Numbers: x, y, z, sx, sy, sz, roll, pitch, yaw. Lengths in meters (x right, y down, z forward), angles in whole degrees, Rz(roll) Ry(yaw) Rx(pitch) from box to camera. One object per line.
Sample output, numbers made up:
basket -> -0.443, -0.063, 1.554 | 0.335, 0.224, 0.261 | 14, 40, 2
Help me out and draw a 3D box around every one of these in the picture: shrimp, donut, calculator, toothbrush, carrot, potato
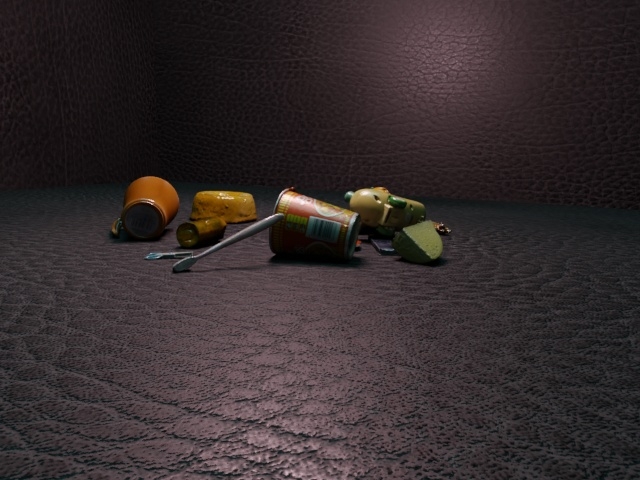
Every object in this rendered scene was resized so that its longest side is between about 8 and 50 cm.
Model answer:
shrimp -> 0.431, -0.051, 1.832 | 0.091, 0.043, 0.184 | 3, 9, -15
donut -> -0.388, -0.139, 1.981 | 0.277, 0.109, 0.277 | 2, 10, 0
calculator -> 0.238, 0.011, 1.520 | 0.161, 0.021, 0.262 | 1, 10, -1
toothbrush -> -0.220, 0.001, 1.198 | 0.307, 0.025, 0.029 | -28, 15, -24
carrot -> -0.347, -0.027, 1.459 | 0.082, 0.082, 0.173 | 6, 12, 20
potato -> 0.281, 0.020, 1.356 | 0.149, 0.081, 0.120 | -16, 61, -46

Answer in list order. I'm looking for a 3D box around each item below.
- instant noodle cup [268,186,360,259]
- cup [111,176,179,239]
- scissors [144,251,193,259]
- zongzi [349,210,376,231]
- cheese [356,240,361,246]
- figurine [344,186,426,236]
instant noodle cup -> -0.007, -0.034, 1.331 | 0.212, 0.193, 0.193 | 12, 13, 13
cup -> -0.577, -0.087, 1.590 | 0.226, 0.182, 0.264 | -32, 21, -1
scissors -> -0.391, 0.038, 1.274 | 0.119, 0.014, 0.058 | -3, 12, -6
zongzi -> 0.137, -0.075, 1.828 | 0.178, 0.082, 0.189 | 5, 6, 43
cheese -> 0.000, 0.000, 1.498 | 0.256, 0.037, 0.106 | 6, 12, 14
figurine -> 0.228, -0.107, 1.672 | 0.324, 0.124, 0.222 | 4, 22, -43
